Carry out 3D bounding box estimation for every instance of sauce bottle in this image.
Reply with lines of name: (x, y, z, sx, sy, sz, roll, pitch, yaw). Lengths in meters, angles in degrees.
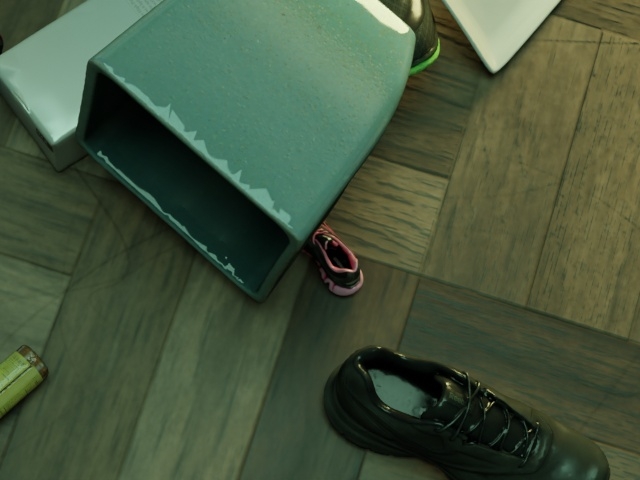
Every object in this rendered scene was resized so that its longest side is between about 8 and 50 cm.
sauce bottle: (-0.321, 0.155, 1.769, 0.128, 0.042, 0.042, -40, 77, -17)

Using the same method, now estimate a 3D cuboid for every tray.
tray: (0.220, -0.319, 1.962, 0.270, 0.030, 0.145, -49, 121, -20)

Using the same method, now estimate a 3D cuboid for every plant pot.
plant pot: (-0.052, -0.135, 1.732, 0.248, 0.247, 0.252, 41, 72, 2)

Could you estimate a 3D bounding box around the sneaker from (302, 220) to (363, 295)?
sneaker: (0.000, 0.000, 1.844, 0.047, 0.057, 0.119, -42, 77, -14)

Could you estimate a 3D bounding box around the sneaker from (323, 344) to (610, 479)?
sneaker: (0.141, 0.181, 1.750, 0.286, 0.130, 0.109, 19, 67, 1)

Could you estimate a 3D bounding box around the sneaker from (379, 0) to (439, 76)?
sneaker: (-0.012, -0.378, 1.905, 0.185, 0.202, 0.483, -19, 73, -10)

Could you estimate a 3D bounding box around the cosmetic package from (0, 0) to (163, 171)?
cosmetic package: (-0.209, -0.186, 1.884, 0.231, 0.085, 0.117, -34, 76, -13)

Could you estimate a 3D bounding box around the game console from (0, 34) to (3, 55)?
game console: (-0.410, -0.176, 1.866, 0.144, 0.124, 0.085, 28, 44, 6)
